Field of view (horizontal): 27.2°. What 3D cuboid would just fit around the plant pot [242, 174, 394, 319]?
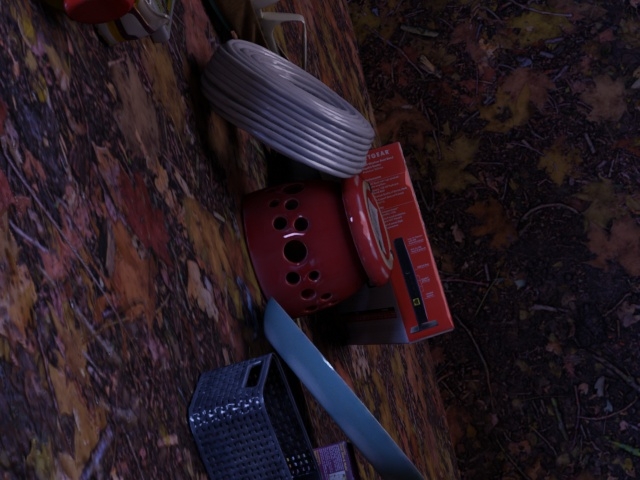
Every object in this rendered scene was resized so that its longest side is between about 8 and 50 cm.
[{"bbox_3d":[0.000,0.000,1.863,0.191,0.174,0.191,-18,90,-78],"label":"plant pot"}]

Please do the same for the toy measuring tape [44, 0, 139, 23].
[{"bbox_3d":[-0.234,-0.284,1.219,0.330,0.121,0.121,40,34,-72],"label":"toy measuring tape"}]

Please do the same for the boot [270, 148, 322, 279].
[{"bbox_3d":[-0.014,-0.050,2.115,0.236,0.085,0.178,64,11,-50],"label":"boot"}]

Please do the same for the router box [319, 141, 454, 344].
[{"bbox_3d":[0.083,0.016,2.153,0.335,0.082,0.301,164,-91,-74],"label":"router box"}]

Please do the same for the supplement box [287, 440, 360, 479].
[{"bbox_3d":[0.003,0.288,1.662,0.043,0.083,0.055,44,32,-70],"label":"supplement box"}]

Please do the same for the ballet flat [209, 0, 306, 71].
[{"bbox_3d":[-0.090,-0.337,2.037,0.116,0.124,0.342,-93,163,-54],"label":"ballet flat"}]

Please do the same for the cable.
[{"bbox_3d":[-0.041,-0.179,1.805,0.257,0.089,0.257,35,13,16],"label":"cable"}]

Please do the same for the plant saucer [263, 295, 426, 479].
[{"bbox_3d":[0.023,0.206,1.711,0.317,0.043,0.317,50,-3,4],"label":"plant saucer"}]

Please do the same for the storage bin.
[{"bbox_3d":[-0.065,0.225,1.402,0.122,0.084,0.180,-77,148,-69],"label":"storage bin"}]

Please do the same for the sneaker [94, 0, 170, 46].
[{"bbox_3d":[-0.215,-0.307,1.433,0.069,0.084,0.185,1,73,-79],"label":"sneaker"}]

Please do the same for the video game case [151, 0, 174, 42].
[{"bbox_3d":[-0.230,-0.379,1.640,0.193,0.023,0.212,-93,164,-54],"label":"video game case"}]
